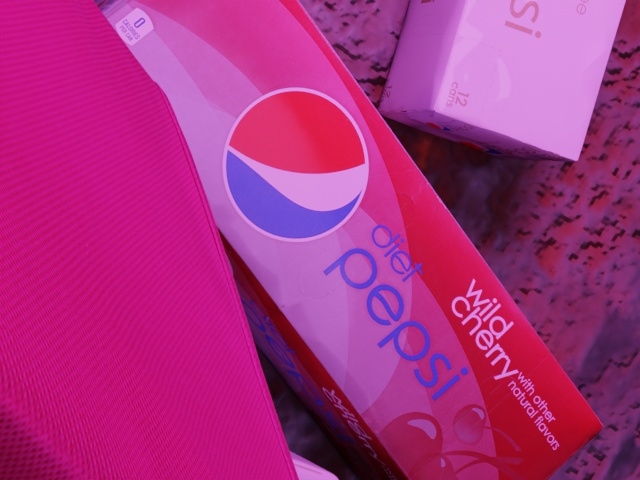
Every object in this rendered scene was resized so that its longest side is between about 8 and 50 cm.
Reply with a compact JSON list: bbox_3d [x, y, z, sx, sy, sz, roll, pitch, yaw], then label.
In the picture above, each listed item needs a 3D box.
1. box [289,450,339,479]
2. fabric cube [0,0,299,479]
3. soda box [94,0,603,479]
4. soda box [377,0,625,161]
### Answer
[{"bbox_3d":[-0.064,0.111,0.721,0.102,0.101,0.087,23,86,-20],"label":"box"},{"bbox_3d":[-0.172,0.029,0.439,0.259,0.254,0.258,-26,143,7],"label":"fabric cube"},{"bbox_3d":[0.000,0.000,0.742,0.083,0.092,0.263,-41,105,-14],"label":"soda box"},{"bbox_3d":[0.097,-0.146,0.780,0.074,0.069,0.216,17,87,-20],"label":"soda box"}]
